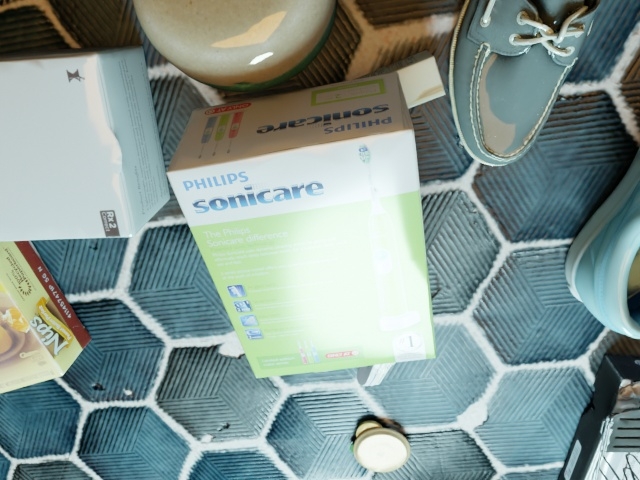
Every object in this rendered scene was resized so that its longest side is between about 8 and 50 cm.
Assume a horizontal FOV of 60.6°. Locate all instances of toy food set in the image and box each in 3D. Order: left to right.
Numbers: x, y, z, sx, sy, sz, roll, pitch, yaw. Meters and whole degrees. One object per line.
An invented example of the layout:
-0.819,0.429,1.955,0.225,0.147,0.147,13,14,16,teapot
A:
0.084,0.294,0.772,0.083,0.020,0.082,14,114,-2,toy food set

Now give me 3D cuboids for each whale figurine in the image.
-0.073,-0.271,0.500,0.216,0.141,0.272,-5,88,7,whale figurine

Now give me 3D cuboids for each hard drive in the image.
0.514,0.279,0.713,0.339,0.064,0.237,7,114,0,hard drive

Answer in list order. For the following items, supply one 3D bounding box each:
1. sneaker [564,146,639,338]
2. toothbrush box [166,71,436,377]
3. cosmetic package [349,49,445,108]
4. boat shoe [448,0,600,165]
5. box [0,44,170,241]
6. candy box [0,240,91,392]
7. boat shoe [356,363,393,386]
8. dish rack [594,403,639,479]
0.386,-0.057,0.530,0.135,0.150,0.366,18,113,-4,sneaker
0.000,0.000,0.562,0.206,0.122,0.283,-9,129,8,toothbrush box
0.064,-0.152,0.562,0.115,0.060,0.041,-19,112,13,cosmetic package
0.194,-0.216,0.502,0.116,0.099,0.319,8,114,0,boat shoe
-0.274,-0.103,0.574,0.182,0.119,0.181,-2,113,5,box
-0.487,0.116,0.700,0.316,0.087,0.183,-17,111,12,candy box
0.082,0.148,0.706,0.035,0.035,0.100,11,112,-30,boat shoe
0.433,0.316,0.661,0.208,0.074,0.271,-2,113,4,dish rack
